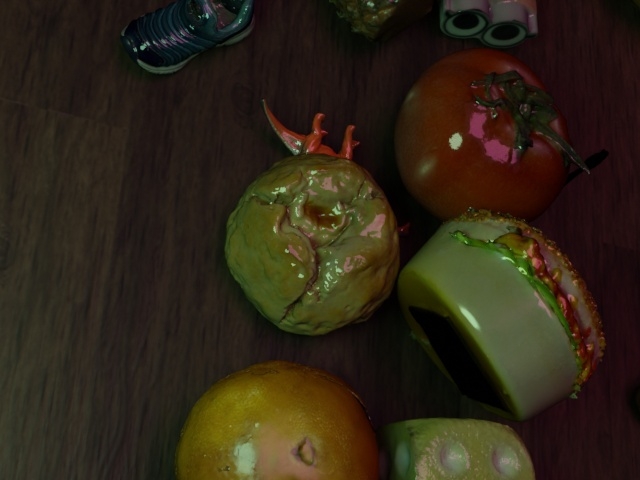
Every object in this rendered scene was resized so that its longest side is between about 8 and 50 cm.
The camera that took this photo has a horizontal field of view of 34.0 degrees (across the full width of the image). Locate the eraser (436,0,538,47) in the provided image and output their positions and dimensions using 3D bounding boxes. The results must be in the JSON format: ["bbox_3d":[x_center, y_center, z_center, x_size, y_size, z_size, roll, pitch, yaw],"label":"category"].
[{"bbox_3d":[0.256,-0.457,1.665,0.171,0.087,0.291,9,67,-20],"label":"eraser"}]

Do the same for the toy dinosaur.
[{"bbox_3d":[0.025,-0.107,1.454,0.279,0.055,0.101,31,71,-13],"label":"toy dinosaur"}]

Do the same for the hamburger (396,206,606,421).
[{"bbox_3d":[0.234,0.093,1.339,0.179,0.294,0.276,-36,100,-15],"label":"hamburger"}]

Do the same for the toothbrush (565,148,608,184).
[{"bbox_3d":[0.354,-0.077,1.603,0.275,0.025,0.019,-32,87,-30],"label":"toothbrush"}]

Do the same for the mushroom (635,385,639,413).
[{"bbox_3d":[0.504,0.215,1.537,0.088,0.073,0.130,-5,68,6],"label":"mushroom"}]

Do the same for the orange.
[{"bbox_3d":[-0.051,0.256,1.189,0.239,0.240,0.240,8,68,-21],"label":"orange"}]

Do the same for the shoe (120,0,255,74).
[{"bbox_3d":[-0.171,-0.297,1.405,0.207,0.106,0.092,-29,83,-24],"label":"shoe"}]

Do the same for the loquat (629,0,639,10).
[{"bbox_3d":[0.616,-0.491,1.760,0.263,0.263,0.263,8,68,-21],"label":"loquat"}]

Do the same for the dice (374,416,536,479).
[{"bbox_3d":[0.152,0.313,1.285,0.169,0.169,0.166,9,67,-22],"label":"dice"}]

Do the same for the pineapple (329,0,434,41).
[{"bbox_3d":[0.014,-0.456,1.535,0.165,0.165,0.364,-34,78,-30],"label":"pineapple"}]

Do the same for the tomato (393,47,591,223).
[{"bbox_3d":[0.223,-0.135,1.447,0.255,0.224,0.256,18,53,-26],"label":"tomato"}]

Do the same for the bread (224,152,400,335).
[{"bbox_3d":[0.000,0.000,1.344,0.244,0.134,0.245,5,73,-16],"label":"bread"}]
